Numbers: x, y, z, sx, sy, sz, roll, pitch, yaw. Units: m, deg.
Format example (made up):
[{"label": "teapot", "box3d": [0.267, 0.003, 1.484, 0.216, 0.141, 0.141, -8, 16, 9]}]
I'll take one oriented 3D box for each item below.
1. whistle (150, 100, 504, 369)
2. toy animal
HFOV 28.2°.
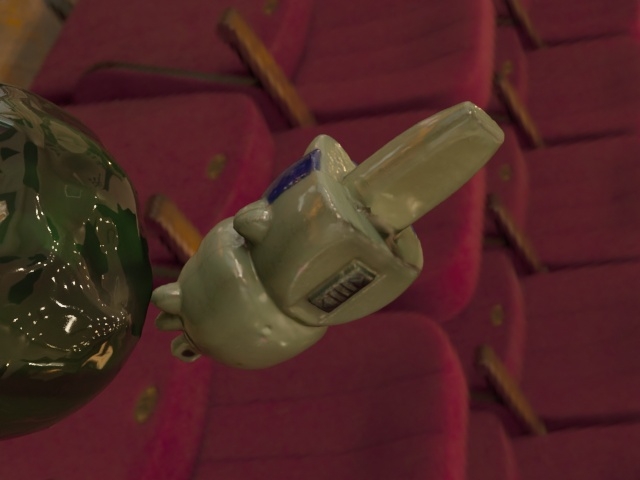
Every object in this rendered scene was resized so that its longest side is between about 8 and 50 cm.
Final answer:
[{"label": "whistle", "box3d": [0.000, 0.000, 0.733, 0.110, 0.244, 0.092, 33, 28, -37]}, {"label": "toy animal", "box3d": [-0.214, 0.027, 0.710, 0.191, 0.338, 0.216, 8, 72, -39]}]
